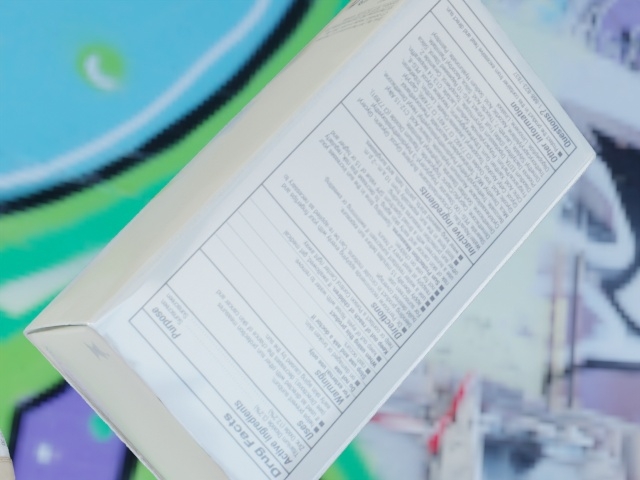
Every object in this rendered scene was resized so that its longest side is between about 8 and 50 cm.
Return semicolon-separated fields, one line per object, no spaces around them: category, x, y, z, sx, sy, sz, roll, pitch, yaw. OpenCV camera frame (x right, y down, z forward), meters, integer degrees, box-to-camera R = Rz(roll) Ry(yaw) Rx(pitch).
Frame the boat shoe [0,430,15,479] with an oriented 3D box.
boat shoe;-0.212;0.124;0.804;0.170;0.059;0.063;-26;164;-15

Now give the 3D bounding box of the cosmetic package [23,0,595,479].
cosmetic package;0.000;0.000;1.066;0.160;0.309;0.113;51;156;-16
